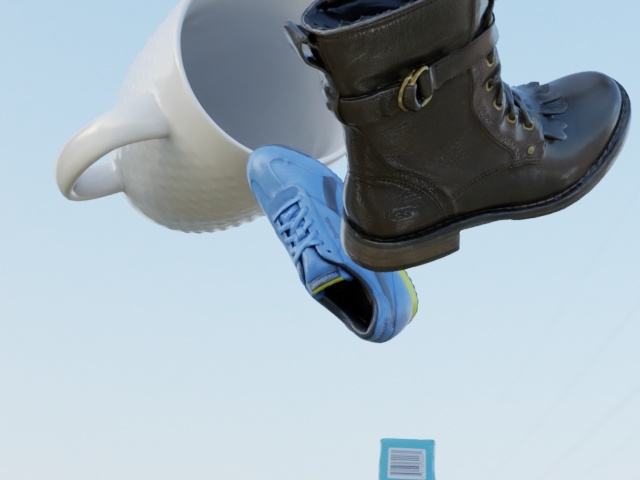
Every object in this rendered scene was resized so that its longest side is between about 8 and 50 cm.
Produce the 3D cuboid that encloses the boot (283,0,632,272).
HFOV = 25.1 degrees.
[{"bbox_3d":[0.103,-0.108,0.926,0.263,0.091,0.229,-30,-40,-21],"label":"boot"}]

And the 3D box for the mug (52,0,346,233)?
[{"bbox_3d":[-0.166,-0.140,1.824,0.374,0.276,0.328,-20,-10,-36],"label":"mug"}]

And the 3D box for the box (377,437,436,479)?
[{"bbox_3d":[0.087,0.335,1.498,0.060,0.244,0.100,2,23,3],"label":"box"}]

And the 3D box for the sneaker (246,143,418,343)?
[{"bbox_3d":[0.000,0.000,1.238,0.069,0.209,0.082,-44,-13,27],"label":"sneaker"}]
